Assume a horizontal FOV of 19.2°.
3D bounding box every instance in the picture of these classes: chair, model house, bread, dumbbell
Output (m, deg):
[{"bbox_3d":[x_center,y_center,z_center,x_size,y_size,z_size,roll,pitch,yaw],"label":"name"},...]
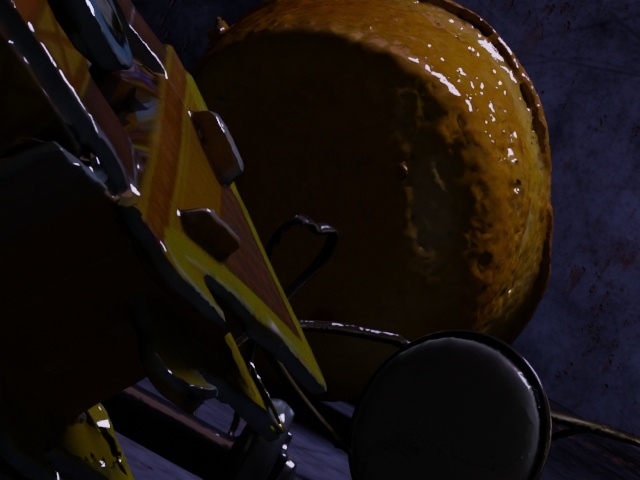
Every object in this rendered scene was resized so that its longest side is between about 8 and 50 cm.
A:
[{"bbox_3d":[0.075,0.125,1.258,0.170,0.160,0.325,30,-1,35],"label":"chair"},{"bbox_3d":[-0.102,-0.010,0.699,0.313,0.242,0.358,56,9,-20],"label":"model house"},{"bbox_3d":[0.016,-0.026,1.575,0.337,0.358,0.204,0,13,22],"label":"bread"},{"bbox_3d":[-0.087,0.088,0.941,0.254,0.081,0.081,30,3,-7],"label":"dumbbell"}]
